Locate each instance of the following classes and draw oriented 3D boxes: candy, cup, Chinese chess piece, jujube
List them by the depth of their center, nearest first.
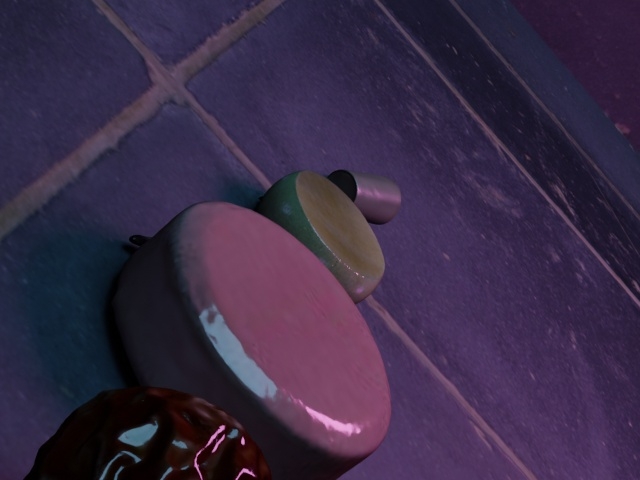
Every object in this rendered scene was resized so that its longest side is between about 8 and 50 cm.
[{"bbox_3d":[-0.108,0.188,0.779,0.155,0.155,0.230,42,31,-20],"label":"jujube"},{"bbox_3d":[-0.054,0.078,1.105,0.255,0.094,0.255,40,26,-24],"label":"candy"},{"bbox_3d":[0.000,0.000,1.372,0.144,0.058,0.144,42,26,-25],"label":"Chinese chess piece"},{"bbox_3d":[0.040,-0.057,1.532,0.083,0.054,0.075,11,46,-54],"label":"cup"}]
